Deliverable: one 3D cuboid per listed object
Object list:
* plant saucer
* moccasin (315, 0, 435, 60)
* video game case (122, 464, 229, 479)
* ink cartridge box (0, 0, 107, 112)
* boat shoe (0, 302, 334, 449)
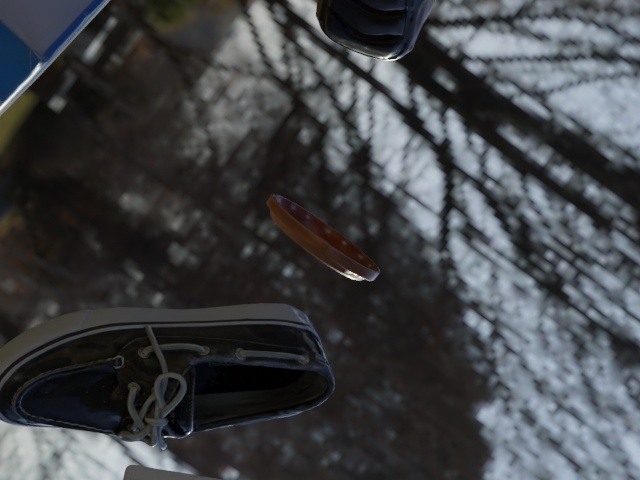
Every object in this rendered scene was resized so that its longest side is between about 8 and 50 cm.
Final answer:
[{"bbox_3d":[0.000,0.000,1.139,0.013,0.083,0.083,-54,-175,6],"label":"plant saucer"},{"bbox_3d":[0.088,-0.301,1.497,0.380,0.139,0.147,97,13,-61],"label":"moccasin"},{"bbox_3d":[-0.012,0.216,1.238,0.206,0.227,0.026,87,13,-61],"label":"video game case"},{"bbox_3d":[-0.214,-0.152,1.004,0.233,0.168,0.171,-35,-164,49],"label":"ink cartridge box"},{"bbox_3d":[-0.139,0.130,1.602,0.105,0.306,0.113,-118,-148,-53],"label":"boat shoe"}]
